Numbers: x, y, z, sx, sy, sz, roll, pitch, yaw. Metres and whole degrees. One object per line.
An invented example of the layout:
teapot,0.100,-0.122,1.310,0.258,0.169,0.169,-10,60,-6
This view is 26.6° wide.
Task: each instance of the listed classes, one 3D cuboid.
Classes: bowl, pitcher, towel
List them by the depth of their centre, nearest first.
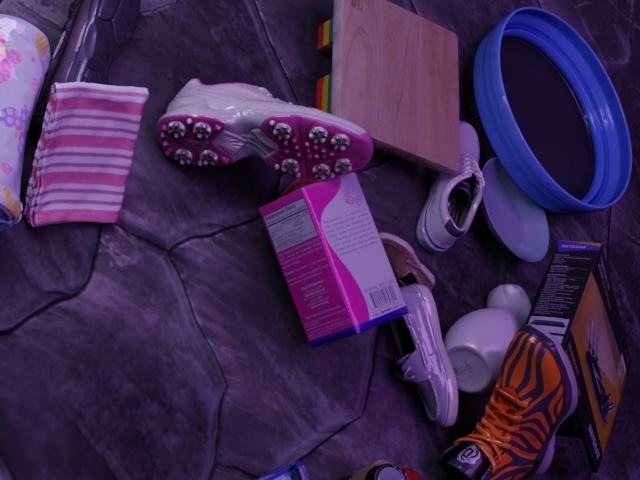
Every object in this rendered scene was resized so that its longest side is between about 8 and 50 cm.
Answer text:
towel,-0.300,-0.110,1.751,0.144,0.029,0.197,-4,120,-44
pitcher,0.288,0.185,2.171,0.178,0.125,0.207,59,37,-3
bowl,0.418,-0.230,2.443,0.391,0.077,0.391,23,55,-38

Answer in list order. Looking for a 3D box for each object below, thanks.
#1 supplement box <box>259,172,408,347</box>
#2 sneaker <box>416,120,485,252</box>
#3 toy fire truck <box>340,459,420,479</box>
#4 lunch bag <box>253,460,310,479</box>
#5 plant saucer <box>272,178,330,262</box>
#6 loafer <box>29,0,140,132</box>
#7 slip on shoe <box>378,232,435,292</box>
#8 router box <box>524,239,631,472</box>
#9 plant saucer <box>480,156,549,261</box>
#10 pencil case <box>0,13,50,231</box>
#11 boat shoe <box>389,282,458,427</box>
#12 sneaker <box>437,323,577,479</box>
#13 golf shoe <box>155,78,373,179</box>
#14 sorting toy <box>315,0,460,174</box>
supplement box,0.019,0.028,1.950,0.111,0.114,0.220,-18,88,-42
sneaker,0.235,-0.095,2.247,0.094,0.091,0.258,33,55,-28
toy fire truck,0.130,0.454,1.934,0.246,0.158,0.217,22,60,-22
lunch bag,-0.048,0.375,1.831,0.151,0.096,0.129,-10,78,-57
plant saucer,0.000,0.000,2.046,0.200,0.037,0.200,15,65,-36
loafer,-0.324,-0.269,1.830,0.109,0.095,0.302,68,29,-53
slip on shoe,0.129,0.042,2.136,0.135,0.051,0.041,48,46,-27
router box,0.422,0.192,2.224,0.243,0.081,0.309,-63,143,-36
plant saucer,0.323,-0.048,2.331,0.195,0.037,0.195,29,48,-39
pencil case,-0.413,-0.147,1.688,0.124,0.113,0.273,13,64,-18
boat shoe,0.148,0.181,2.090,0.081,0.079,0.227,-10,81,-25
sneaker,0.276,0.281,2.030,0.180,0.124,0.321,-28,136,-31
golf shoe,-0.073,-0.170,1.918,0.306,0.115,0.140,8,44,2
sorting toy,0.104,-0.249,2.193,0.255,0.089,0.257,18,62,-36
